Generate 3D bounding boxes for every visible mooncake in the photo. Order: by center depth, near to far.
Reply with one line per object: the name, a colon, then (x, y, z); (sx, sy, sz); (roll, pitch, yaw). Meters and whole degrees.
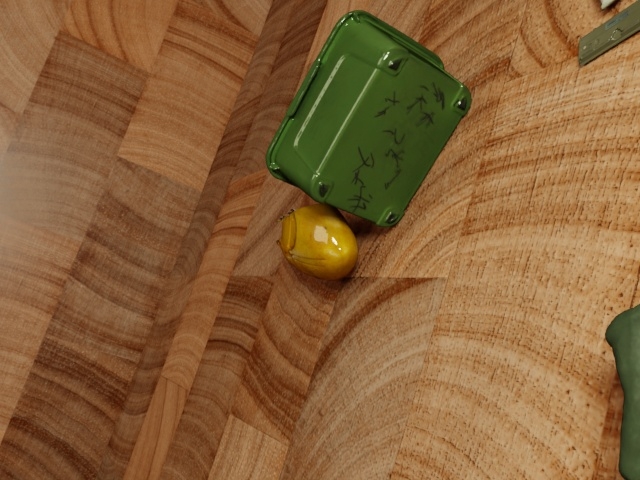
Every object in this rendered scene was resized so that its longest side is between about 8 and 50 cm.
mooncake: (0.314, 0.133, 0.587); (0.168, 0.104, 0.175); (27, 95, 63)

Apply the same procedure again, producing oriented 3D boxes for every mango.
mango: (0.000, 0.000, 1.307); (0.252, 0.126, 0.153); (-158, 52, -68)

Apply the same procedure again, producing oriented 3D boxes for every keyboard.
keyboard: (0.393, -0.280, 0.904); (0.129, 0.015, 0.049); (-32, 36, 53)

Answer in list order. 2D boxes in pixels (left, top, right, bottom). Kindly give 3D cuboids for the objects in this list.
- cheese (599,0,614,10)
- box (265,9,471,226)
cheese: (0.403, -0.479, 1.037); (0.085, 0.034, 0.400); (-46, 31, 39)
box: (0.089, -0.197, 1.193); (0.328, 0.253, 0.178); (-61, 33, 15)
